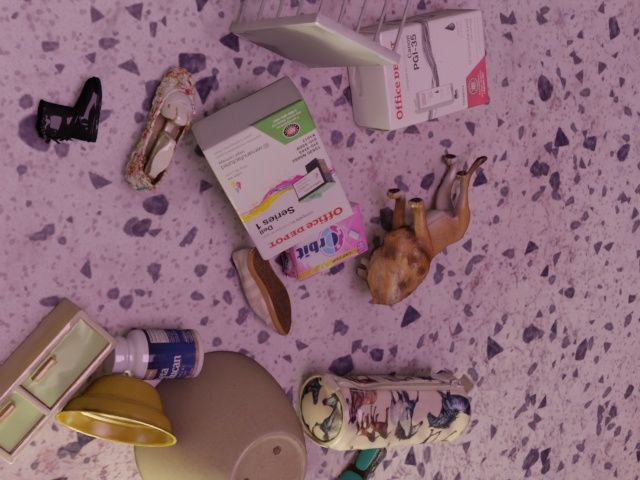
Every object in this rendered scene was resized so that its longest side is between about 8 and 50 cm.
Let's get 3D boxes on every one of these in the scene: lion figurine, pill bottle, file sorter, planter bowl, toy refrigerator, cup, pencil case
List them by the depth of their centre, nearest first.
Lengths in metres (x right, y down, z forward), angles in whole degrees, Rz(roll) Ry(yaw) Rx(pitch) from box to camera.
[{"bbox_3d":[-0.484,0.239,1.535,0.269,0.094,0.102,-49,124,-15],"label":"toy refrigerator"},{"bbox_3d":[-0.356,0.297,1.599,0.217,0.217,0.090,31,57,-37],"label":"planter bowl"},{"bbox_3d":[0.006,-0.427,1.614,0.193,0.277,0.173,18,86,-37],"label":"file sorter"},{"bbox_3d":[-0.310,0.211,1.650,0.169,0.094,0.094,3,100,-32],"label":"pill bottle"},{"bbox_3d":[-0.159,0.407,1.720,0.331,0.237,0.331,-10,107,-33],"label":"cup"},{"bbox_3d":[0.245,-0.025,1.968,0.392,0.142,0.240,-26,123,-33],"label":"lion figurine"},{"bbox_3d":[0.147,0.367,1.974,0.410,0.160,0.183,6,114,-36],"label":"pencil case"}]

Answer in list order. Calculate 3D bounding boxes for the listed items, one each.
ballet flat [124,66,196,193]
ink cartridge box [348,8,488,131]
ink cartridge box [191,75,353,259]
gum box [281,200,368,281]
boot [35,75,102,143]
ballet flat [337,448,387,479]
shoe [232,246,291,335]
[{"bbox_3d":[-0.271,-0.193,1.592,0.091,0.077,0.241,21,88,-36],"label":"ballet flat"},{"bbox_3d":[0.206,-0.358,1.868,0.283,0.117,0.207,-20,113,-31],"label":"ink cartridge box"},{"bbox_3d":[-0.083,-0.129,1.656,0.201,0.117,0.278,-28,128,-2],"label":"ink cartridge box"},{"bbox_3d":[0.000,0.000,1.842,0.188,0.062,0.107,-25,114,-29],"label":"gum box"},{"bbox_3d":[-0.423,-0.220,1.499,0.099,0.045,0.121,2,100,-33],"label":"boot"},{"bbox_3d":[0.092,0.537,2.043,0.188,0.070,0.070,-51,125,-10],"label":"ballet flat"},{"bbox_3d":[-0.115,0.102,1.796,0.076,0.058,0.219,-61,138,-47],"label":"shoe"}]
